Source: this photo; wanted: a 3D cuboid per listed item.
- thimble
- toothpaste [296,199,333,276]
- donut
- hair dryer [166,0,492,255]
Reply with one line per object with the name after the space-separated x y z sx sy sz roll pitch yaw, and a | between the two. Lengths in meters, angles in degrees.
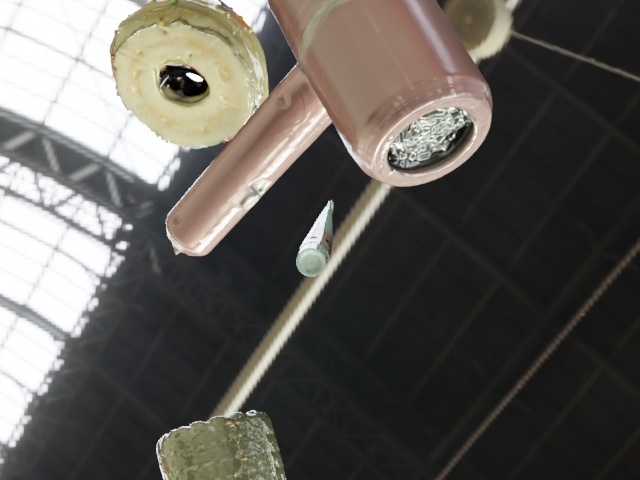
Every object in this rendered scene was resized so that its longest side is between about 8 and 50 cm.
-0.071 0.162 0.872 0.084 0.110 0.062 -15 -103 3 | thimble
0.000 0.000 1.454 0.036 0.205 0.056 7 -75 4 | toothpaste
-0.132 -0.178 1.236 0.174 0.174 0.068 -29 -155 35 | donut
-0.019 -0.084 1.054 0.352 0.125 0.210 -46 -127 29 | hair dryer
